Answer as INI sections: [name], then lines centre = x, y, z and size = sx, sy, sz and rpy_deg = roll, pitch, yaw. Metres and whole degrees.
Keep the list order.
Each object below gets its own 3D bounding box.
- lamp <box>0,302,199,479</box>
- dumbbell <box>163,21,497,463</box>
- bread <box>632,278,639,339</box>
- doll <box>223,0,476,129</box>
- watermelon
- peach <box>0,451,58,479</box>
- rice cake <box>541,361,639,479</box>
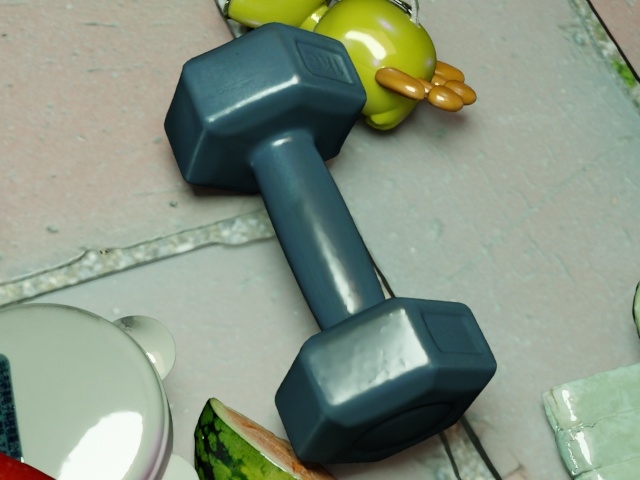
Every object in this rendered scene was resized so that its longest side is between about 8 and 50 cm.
[lamp]
centre = -0.210, 0.137, 0.981
size = 0.246, 0.108, 0.180
rpy_deg = -8, 57, -10
[dumbbell]
centre = 0.000, 0.000, 1.093
size = 0.144, 0.160, 0.325
rpy_deg = -14, 65, -23
[bread]
centre = 0.343, 0.094, 1.146
size = 0.172, 0.064, 0.232
rpy_deg = -8, 63, -18
[doll]
centre = 0.033, -0.172, 1.230
size = 0.221, 0.135, 0.143
rpy_deg = 35, 18, 12
[watermelon]
centre = -0.036, 0.182, 1.044
size = 0.163, 0.087, 0.069
rpy_deg = 35, 94, 9
[peach]
centre = -0.233, 0.248, 0.813
size = 0.361, 0.258, 0.201
rpy_deg = 18, 39, -22
[rice cake]
centre = 0.278, 0.142, 1.159
size = 0.211, 0.038, 0.124
rpy_deg = -8, 62, -21
